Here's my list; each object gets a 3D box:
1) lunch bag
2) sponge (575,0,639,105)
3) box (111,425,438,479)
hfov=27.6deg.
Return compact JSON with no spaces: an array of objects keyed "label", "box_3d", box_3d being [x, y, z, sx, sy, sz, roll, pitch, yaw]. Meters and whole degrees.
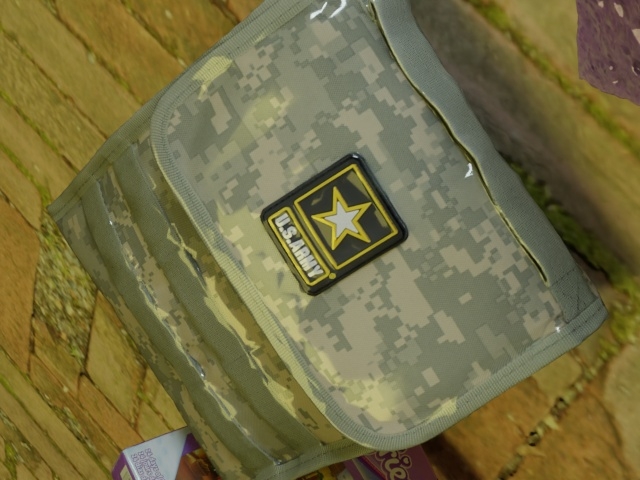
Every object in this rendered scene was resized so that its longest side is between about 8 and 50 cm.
[{"label":"lunch bag","box_3d":[0.000,0.000,0.750,0.235,0.169,0.287,57,142,1]},{"label":"sponge","box_3d":[0.190,-0.086,0.515,0.210,0.031,0.117,31,142,41]},{"label":"box","box_3d":[0.010,0.244,0.873,0.293,0.200,0.057,64,153,17]}]
